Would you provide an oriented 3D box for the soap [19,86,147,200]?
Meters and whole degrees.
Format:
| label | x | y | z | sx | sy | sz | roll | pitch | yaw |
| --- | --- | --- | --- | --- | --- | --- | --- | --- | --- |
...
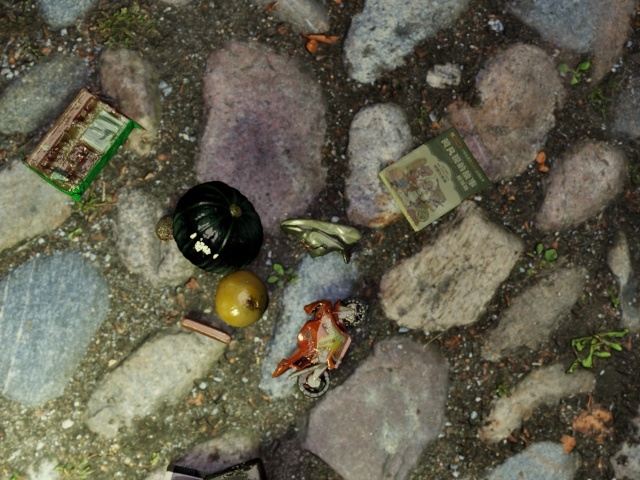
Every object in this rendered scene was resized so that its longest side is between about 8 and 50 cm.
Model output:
| label | x | y | z | sx | sy | sz | roll | pitch | yaw |
| --- | --- | --- | --- | --- | --- | --- | --- | --- | --- |
| soap | -0.630 | -0.257 | 1.887 | 0.218 | 0.098 | 0.273 | 35 | 81 | -2 |

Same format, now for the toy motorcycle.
| label | x | y | z | sx | sy | sz | roll | pitch | yaw |
| --- | --- | --- | --- | --- | --- | --- | --- | --- | --- |
| toy motorcycle | 0.002 | 0.270 | 1.910 | 0.171 | 0.089 | 0.298 | 30 | 81 | -2 |

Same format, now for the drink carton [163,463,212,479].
| label | x | y | z | sx | sy | sz | roll | pitch | yaw |
| --- | --- | --- | --- | --- | --- | --- | --- | --- | --- |
| drink carton | -0.301 | 0.669 | 1.820 | 0.222 | 0.102 | 0.134 | 14 | 79 | -7 |

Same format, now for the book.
| label | x | y | z | sx | sy | sz | roll | pitch | yaw |
| --- | --- | --- | --- | --- | --- | --- | --- | --- | --- |
| book | 0.328 | -0.178 | 2.037 | 0.264 | 0.027 | 0.202 | -32 | 87 | -10 |

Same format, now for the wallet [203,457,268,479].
| label | x | y | z | sx | sy | sz | roll | pitch | yaw |
| --- | --- | --- | --- | --- | --- | --- | --- | --- | --- |
| wallet | -0.177 | 0.716 | 1.760 | 0.173 | 0.045 | 0.317 | -18 | 88 | -7 |

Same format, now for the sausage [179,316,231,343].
| label | x | y | z | sx | sy | sz | roll | pitch | yaw |
| --- | --- | --- | --- | --- | --- | --- | --- | --- | --- |
| sausage | -0.307 | 0.240 | 1.903 | 0.147 | 0.030 | 0.035 | 24 | 78 | -4 |

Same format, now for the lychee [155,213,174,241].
| label | x | y | z | sx | sy | sz | roll | pitch | yaw |
| --- | --- | --- | --- | --- | --- | --- | --- | --- | --- |
| lychee | -0.408 | -0.032 | 1.903 | 0.067 | 0.068 | 0.083 | 25 | 104 | 24 |

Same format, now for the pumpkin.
| label | x | y | z | sx | sy | sz | roll | pitch | yaw |
| --- | --- | --- | --- | --- | --- | --- | --- | --- | --- |
| pumpkin | -0.285 | -0.016 | 1.860 | 0.248 | 0.248 | 0.247 | 1 | 83 | -7 |

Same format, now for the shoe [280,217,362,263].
| label | x | y | z | sx | sy | sz | roll | pitch | yaw |
| --- | --- | --- | --- | --- | --- | --- | --- | --- | --- |
| shoe | 0.000 | 0.000 | 1.943 | 0.228 | 0.099 | 0.112 | 7 | 90 | -7 |

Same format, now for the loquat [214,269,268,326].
| label | x | y | z | sx | sy | sz | roll | pitch | yaw |
| --- | --- | --- | --- | --- | --- | --- | --- | --- | --- |
| loquat | -0.209 | 0.152 | 1.871 | 0.137 | 0.163 | 0.163 | -4 | 83 | -28 |
